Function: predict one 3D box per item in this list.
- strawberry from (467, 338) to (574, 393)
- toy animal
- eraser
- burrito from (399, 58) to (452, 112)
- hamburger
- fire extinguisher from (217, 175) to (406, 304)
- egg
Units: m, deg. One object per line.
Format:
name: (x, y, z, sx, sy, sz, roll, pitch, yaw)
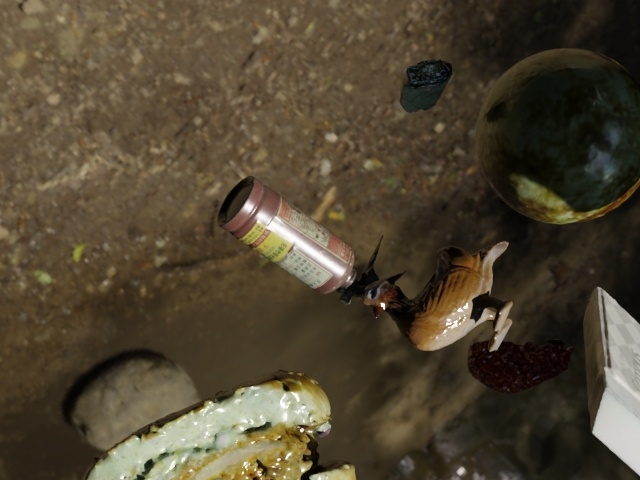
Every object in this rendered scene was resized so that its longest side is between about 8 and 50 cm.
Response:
strawberry: (0.340, 0.218, 1.801, 0.121, 0.188, 0.082, 31, 61, -48)
toy animal: (0.157, 0.058, 1.298, 0.188, 0.179, 0.089, -55, 155, -30)
eraser: (0.516, 0.242, 1.736, 0.082, 0.213, 0.397, -46, -176, 23)
burrito: (0.136, -0.207, 1.418, 0.074, 0.044, 0.118, -18, 170, -9)
hamburger: (-0.120, 0.296, 1.271, 0.318, 0.195, 0.277, -25, 171, -5)
fire extinguisher: (0.000, 0.004, 1.299, 0.252, 0.075, 0.106, 34, 95, -22)
egg: (0.333, -0.142, 1.433, 0.238, 0.238, 0.289, -51, 178, 6)
